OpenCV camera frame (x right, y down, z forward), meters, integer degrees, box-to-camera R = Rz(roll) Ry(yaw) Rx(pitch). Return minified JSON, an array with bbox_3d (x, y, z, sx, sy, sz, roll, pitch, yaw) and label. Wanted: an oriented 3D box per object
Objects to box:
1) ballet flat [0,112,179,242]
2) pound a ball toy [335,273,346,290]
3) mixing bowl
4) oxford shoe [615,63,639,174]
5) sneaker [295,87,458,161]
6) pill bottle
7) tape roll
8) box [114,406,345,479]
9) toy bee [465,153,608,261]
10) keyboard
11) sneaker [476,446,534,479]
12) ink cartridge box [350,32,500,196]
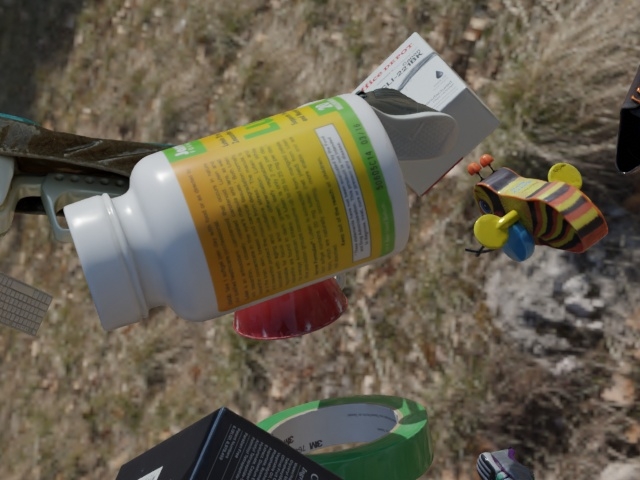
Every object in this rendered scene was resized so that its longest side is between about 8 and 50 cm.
[{"bbox_3d":[-0.281,-0.053,1.108,0.116,0.342,0.124,111,164,-47],"label":"ballet flat"},{"bbox_3d":[0.000,0.000,1.899,0.208,0.135,0.319,-53,22,23],"label":"pound a ball toy"},{"bbox_3d":[-0.056,0.069,1.621,0.181,0.181,0.098,-143,38,-66],"label":"mixing bowl"},{"bbox_3d":[0.440,-0.197,1.339,0.097,0.098,0.271,30,136,28],"label":"oxford shoe"},{"bbox_3d":[0.056,-0.181,1.653,0.147,0.295,0.105,35,121,53],"label":"sneaker"},{"bbox_3d":[-0.066,-0.017,0.829,0.136,0.245,0.136,161,90,-78],"label":"pill bottle"},{"bbox_3d":[0.027,0.348,1.786,0.321,0.321,0.077,-166,65,-68],"label":"tape roll"},{"bbox_3d":[-0.096,0.396,1.329,0.343,0.312,0.179,-38,24,52],"label":"box"},{"bbox_3d":[0.285,-0.050,1.598,0.298,0.195,0.162,-18,106,46],"label":"toy bee"},{"bbox_3d":[-0.484,0.083,1.587,0.072,0.014,0.256,-62,-25,-7],"label":"keyboard"},{"bbox_3d":[0.410,0.501,2.117,0.224,0.098,0.083,55,147,36],"label":"sneaker"},{"bbox_3d":[0.180,-0.238,1.962,0.197,0.114,0.273,-43,33,11],"label":"ink cartridge box"}]
